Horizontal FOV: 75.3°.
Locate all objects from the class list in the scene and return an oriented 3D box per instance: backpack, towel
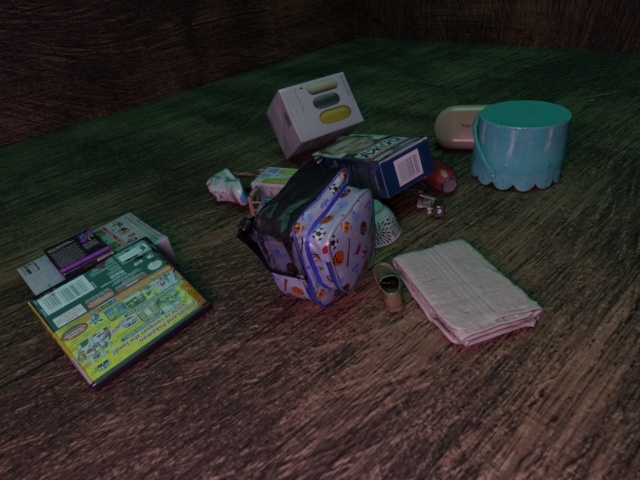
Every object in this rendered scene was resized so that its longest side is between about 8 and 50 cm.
[{"bbox_3d":[0.000,0.000,0.874,0.213,0.263,0.276,23,52,28],"label":"backpack"},{"bbox_3d":[0.290,0.096,0.860,0.187,0.049,0.282,-14,34,-10],"label":"towel"}]

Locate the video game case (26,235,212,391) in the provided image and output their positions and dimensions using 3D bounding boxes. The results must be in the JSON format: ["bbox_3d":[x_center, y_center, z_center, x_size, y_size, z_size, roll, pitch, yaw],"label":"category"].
[{"bbox_3d":[-0.421,0.138,0.887,0.248,0.035,0.275,39,53,19],"label":"video game case"}]

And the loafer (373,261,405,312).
[{"bbox_3d":[0.149,0.090,0.895,0.056,0.050,0.148,-11,35,-3],"label":"loafer"}]

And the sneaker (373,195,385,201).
[{"bbox_3d":[0.185,-0.159,1.253,0.075,0.057,0.161,31,46,20],"label":"sneaker"}]

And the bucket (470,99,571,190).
[{"bbox_3d":[0.585,-0.289,1.225,0.281,0.183,0.281,-5,34,3],"label":"bucket"}]

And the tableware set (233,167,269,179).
[{"bbox_3d":[-0.193,-0.217,1.379,0.169,0.020,0.141,3,-1,26],"label":"tableware set"}]

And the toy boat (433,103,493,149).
[{"bbox_3d":[0.517,-0.392,1.457,0.231,0.150,0.151,5,7,18],"label":"toy boat"}]

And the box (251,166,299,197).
[{"bbox_3d":[-0.085,-0.144,1.236,0.203,0.103,0.114,8,38,22],"label":"box"}]

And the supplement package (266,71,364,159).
[{"bbox_3d":[-0.025,-0.454,1.522,0.263,0.199,0.198,-24,2,-21],"label":"supplement package"}]

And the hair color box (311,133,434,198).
[{"bbox_3d":[0.138,-0.227,1.204,0.174,0.105,0.347,-31,27,-21],"label":"hair color box"}]

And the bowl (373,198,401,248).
[{"bbox_3d":[0.127,-0.058,1.087,0.170,0.080,0.170,-5,34,4],"label":"bowl"}]

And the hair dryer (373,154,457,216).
[{"bbox_3d":[0.286,-0.189,1.209,0.224,0.080,0.293,21,39,13],"label":"hair dryer"}]

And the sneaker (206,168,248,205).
[{"bbox_3d":[-0.294,-0.156,1.329,0.092,0.087,0.229,-33,35,-15],"label":"sneaker"}]

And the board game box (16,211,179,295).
[{"bbox_3d":[-0.558,0.064,1.051,0.224,0.097,0.303,25,49,38],"label":"board game box"}]

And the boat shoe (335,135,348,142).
[{"bbox_3d":[0.100,-0.323,1.496,0.063,0.066,0.184,-25,47,-24],"label":"boat shoe"}]

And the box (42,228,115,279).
[{"bbox_3d":[-0.579,0.031,0.995,0.162,0.029,0.116,27,48,38],"label":"box"}]

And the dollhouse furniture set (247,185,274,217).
[{"bbox_3d":[-0.129,-0.046,1.082,0.130,0.128,0.183,1,36,14],"label":"dollhouse furniture set"}]
